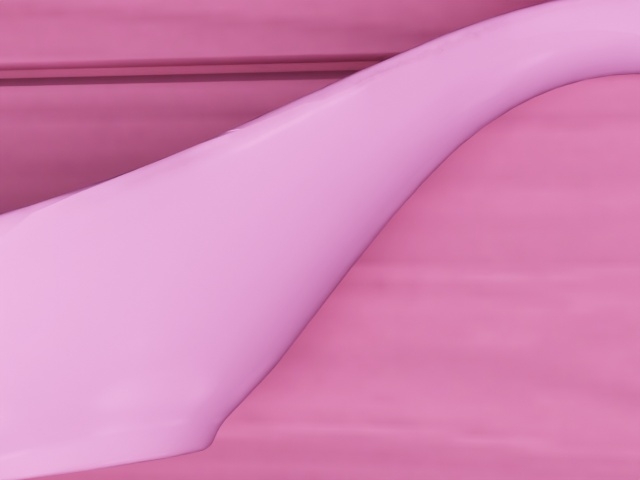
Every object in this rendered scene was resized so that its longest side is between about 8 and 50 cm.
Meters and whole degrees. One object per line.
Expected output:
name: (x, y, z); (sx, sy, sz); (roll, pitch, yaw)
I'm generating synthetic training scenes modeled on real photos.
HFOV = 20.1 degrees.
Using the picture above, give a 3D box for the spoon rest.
spoon rest: (0.000, 0.000, 0.377); (0.276, 0.137, 0.084); (-7, 85, 0)
